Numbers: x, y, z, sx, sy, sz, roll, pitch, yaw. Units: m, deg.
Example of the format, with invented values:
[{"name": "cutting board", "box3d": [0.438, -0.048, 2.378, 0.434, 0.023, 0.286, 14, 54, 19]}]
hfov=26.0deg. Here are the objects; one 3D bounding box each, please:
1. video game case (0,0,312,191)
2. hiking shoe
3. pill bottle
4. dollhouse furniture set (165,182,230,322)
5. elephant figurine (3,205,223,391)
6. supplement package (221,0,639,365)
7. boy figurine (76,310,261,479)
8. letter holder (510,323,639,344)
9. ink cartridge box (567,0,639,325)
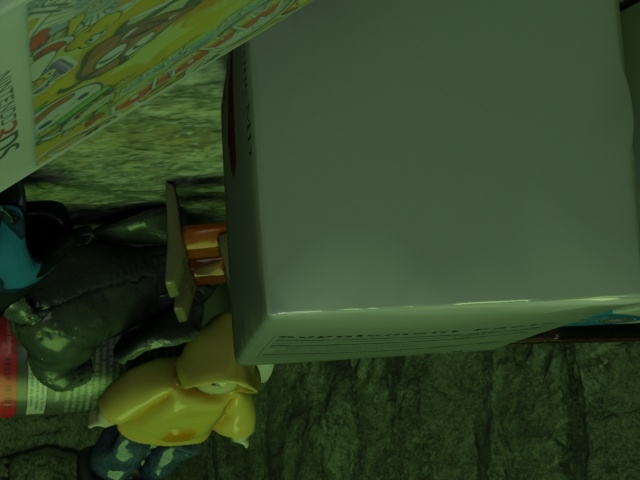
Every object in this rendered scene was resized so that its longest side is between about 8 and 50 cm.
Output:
[{"name": "video game case", "box3d": [-0.030, -0.096, 0.456, 0.227, 0.026, 0.206, -34, 178, -14]}, {"name": "hiking shoe", "box3d": [-0.288, -0.026, 1.008, 0.132, 0.113, 0.304, -35, 160, 5]}, {"name": "pill bottle", "box3d": [-0.215, 0.095, 1.486, 0.318, 0.176, 0.176, -1, 171, -17]}, {"name": "dollhouse furniture set", "box3d": [0.000, 0.000, 1.256, 0.262, 0.135, 0.259, -4, 160, 0]}, {"name": "elephant figurine", "box3d": [-0.171, 0.035, 1.310, 0.239, 0.186, 0.169, -14, 129, -5]}, {"name": "supplement package", "box3d": [0.040, -0.033, 0.750, 0.175, 0.178, 0.293, -2, 171, -7]}, {"name": "boy figurine", "box3d": [-0.136, 0.176, 1.397, 0.177, 0.092, 0.285, 16, 135, -30]}, {"name": "letter holder", "box3d": [0.269, 0.028, 1.361, 0.301, 0.152, 0.214, 2, 172, -32]}, {"name": "ink cartridge box", "box3d": [0.262, -0.041, 0.826, 0.232, 0.168, 0.171, 0, 171, -22]}]
